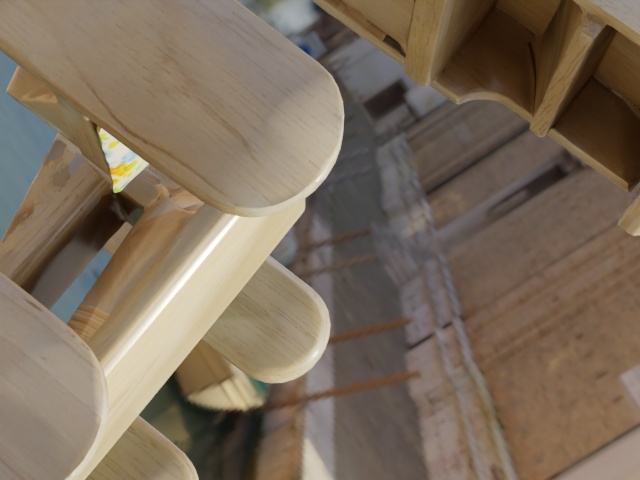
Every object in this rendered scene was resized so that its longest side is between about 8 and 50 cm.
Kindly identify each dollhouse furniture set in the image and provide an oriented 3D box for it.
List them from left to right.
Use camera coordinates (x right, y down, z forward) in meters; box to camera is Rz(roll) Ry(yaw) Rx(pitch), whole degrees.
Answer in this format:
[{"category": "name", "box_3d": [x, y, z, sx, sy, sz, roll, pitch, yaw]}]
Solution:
[{"category": "dollhouse furniture set", "box_3d": [0.000, 0.000, 0.621, 0.256, 0.394, 0.362, 37, -14, 10]}]
